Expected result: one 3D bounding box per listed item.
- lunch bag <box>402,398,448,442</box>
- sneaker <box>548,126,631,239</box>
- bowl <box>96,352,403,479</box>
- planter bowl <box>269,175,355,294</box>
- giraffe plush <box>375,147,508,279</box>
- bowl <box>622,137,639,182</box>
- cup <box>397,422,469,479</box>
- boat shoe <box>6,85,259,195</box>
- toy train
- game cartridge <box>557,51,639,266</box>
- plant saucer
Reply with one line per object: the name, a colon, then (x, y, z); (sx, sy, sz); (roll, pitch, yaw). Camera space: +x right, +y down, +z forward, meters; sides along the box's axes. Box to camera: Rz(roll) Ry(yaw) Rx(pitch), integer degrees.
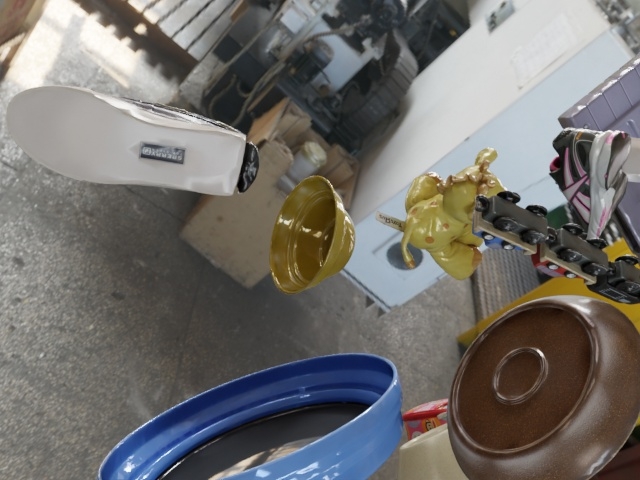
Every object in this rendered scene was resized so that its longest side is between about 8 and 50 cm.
lunch bag: (0.399, 0.491, 1.667); (0.293, 0.258, 0.120); (-4, 73, -35)
sneaker: (0.305, -0.071, 0.696); (0.077, 0.072, 0.178); (29, -23, 34)
bowl: (-0.078, 0.252, 0.775); (0.391, 0.391, 0.077); (-21, 95, -57)
planter bowl: (0.000, 0.000, 1.090); (0.090, 0.217, 0.217); (17, 44, -32)
giraffe plush: (0.217, -0.053, 0.926); (0.210, 0.170, 0.182); (4, 63, -37)
bowl: (0.404, -0.114, 0.839); (0.142, 0.142, 0.053); (-11, 108, -74)
cup: (0.303, 0.546, 1.356); (0.331, 0.331, 0.237); (-5, 65, -53)
boat shoe: (-0.262, -0.144, 0.891); (0.340, 0.127, 0.158); (14, 12, -10)
toy train: (0.154, 0.008, 0.380); (0.158, 0.036, 0.027); (23, 62, -22)
game cartridge: (0.606, -0.144, 1.091); (0.355, 0.230, 0.068); (53, 0, -16)
plant saucer: (0.285, 0.195, 0.829); (0.050, 0.310, 0.311); (38, 34, -19)
